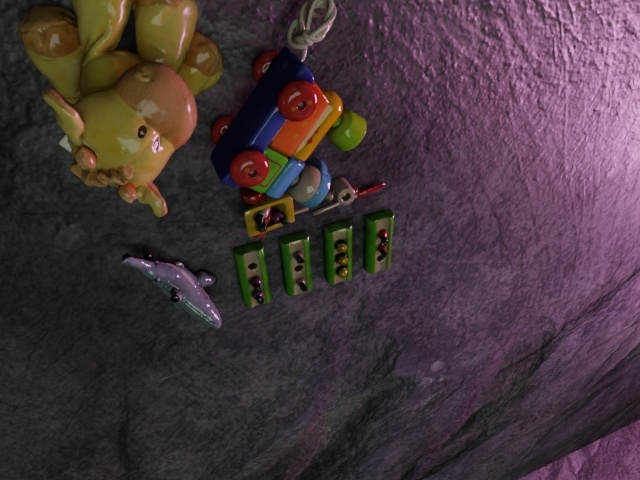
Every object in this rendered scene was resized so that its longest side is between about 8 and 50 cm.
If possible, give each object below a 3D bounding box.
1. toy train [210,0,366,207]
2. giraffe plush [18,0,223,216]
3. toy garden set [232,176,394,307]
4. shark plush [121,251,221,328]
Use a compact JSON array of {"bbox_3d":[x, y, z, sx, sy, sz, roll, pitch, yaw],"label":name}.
[{"bbox_3d":[-0.001,-0.151,0.556,0.143,0.105,0.248,23,114,-40],"label":"toy train"},{"bbox_3d":[-0.176,-0.122,0.448,0.182,0.170,0.210,19,117,-36],"label":"giraffe plush"},{"bbox_3d":[0.000,0.000,0.715,0.245,0.049,0.203,-15,132,-14],"label":"toy garden set"},{"bbox_3d":[-0.187,0.058,0.660,0.073,0.067,0.161,-29,133,-1],"label":"shark plush"}]
